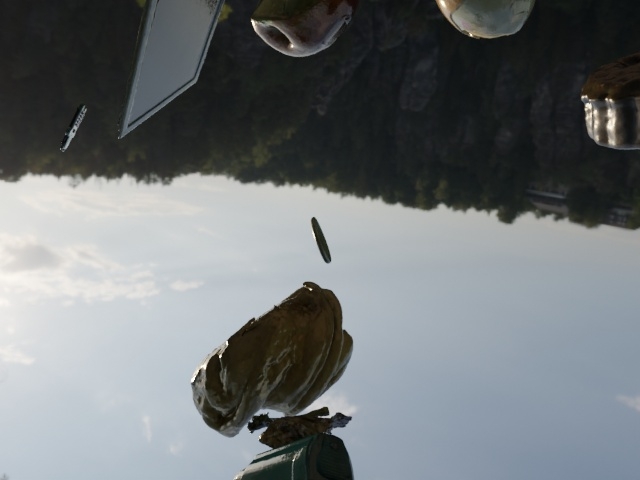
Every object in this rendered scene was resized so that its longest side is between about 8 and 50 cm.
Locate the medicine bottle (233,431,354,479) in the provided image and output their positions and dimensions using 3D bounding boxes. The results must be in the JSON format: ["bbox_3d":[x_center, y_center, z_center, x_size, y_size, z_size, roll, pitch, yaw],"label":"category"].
[{"bbox_3d":[-0.045,0.358,0.734,0.079,0.124,0.258,25,141,-27],"label":"medicine bottle"}]

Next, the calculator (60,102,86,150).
[{"bbox_3d":[-0.678,-0.310,1.393,0.019,0.141,0.094,26,176,-20],"label":"calculator"}]

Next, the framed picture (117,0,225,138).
[{"bbox_3d":[-0.183,-0.265,0.657,0.014,0.252,0.197,35,-134,-4],"label":"framed picture"}]

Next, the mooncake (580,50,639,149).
[{"bbox_3d":[0.532,-0.231,0.789,0.228,0.124,0.228,-17,-152,9],"label":"mooncake"}]

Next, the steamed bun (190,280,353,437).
[{"bbox_3d":[-0.095,0.270,1.137,0.372,0.230,0.324,-36,179,-41],"label":"steamed bun"}]

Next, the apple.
[{"bbox_3d":[-0.027,-0.467,1.024,0.173,0.188,0.207,27,-178,-36],"label":"apple"}]

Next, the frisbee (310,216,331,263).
[{"bbox_3d":[0.000,0.000,1.125,0.014,0.110,0.110,-20,-169,7],"label":"frisbee"}]

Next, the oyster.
[{"bbox_3d":[-0.029,0.335,0.892,0.177,0.056,0.105,11,156,-42],"label":"oyster"}]

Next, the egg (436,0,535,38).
[{"bbox_3d":[0.128,-0.200,0.402,0.083,0.071,0.071,18,-168,-1],"label":"egg"}]

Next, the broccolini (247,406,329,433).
[{"bbox_3d":[-0.097,0.523,1.521,0.254,0.058,0.071,-7,179,-22],"label":"broccolini"}]
